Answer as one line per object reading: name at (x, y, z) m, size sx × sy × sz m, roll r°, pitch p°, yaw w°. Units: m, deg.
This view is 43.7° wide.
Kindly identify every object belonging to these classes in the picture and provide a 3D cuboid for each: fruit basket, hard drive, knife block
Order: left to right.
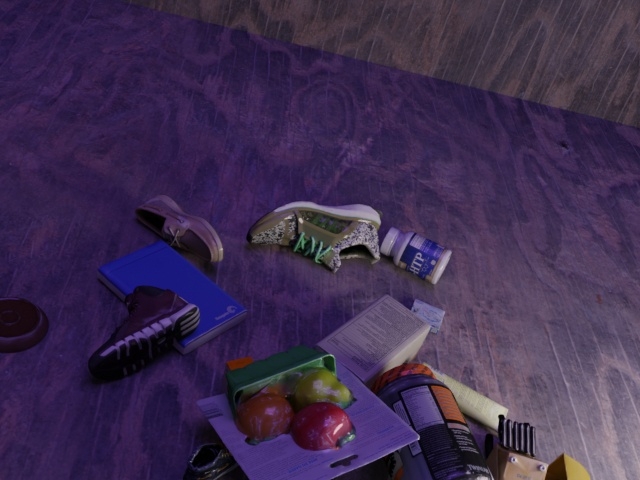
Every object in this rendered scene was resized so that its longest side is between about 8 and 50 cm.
hard drive at (-0.366, 0.132, 1.969) m, size 0.319 × 0.040 × 0.210 m, roll 36°, pitch 40°, yaw 23°
fruit basket at (-0.034, 0.366, 1.592) m, size 0.327 × 0.165 × 0.353 m, roll -18°, pitch 35°, yaw -25°
knife block at (0.408, 0.530, 1.761) m, size 0.088 × 0.242 × 0.275 m, roll 17°, pitch 81°, yaw 0°

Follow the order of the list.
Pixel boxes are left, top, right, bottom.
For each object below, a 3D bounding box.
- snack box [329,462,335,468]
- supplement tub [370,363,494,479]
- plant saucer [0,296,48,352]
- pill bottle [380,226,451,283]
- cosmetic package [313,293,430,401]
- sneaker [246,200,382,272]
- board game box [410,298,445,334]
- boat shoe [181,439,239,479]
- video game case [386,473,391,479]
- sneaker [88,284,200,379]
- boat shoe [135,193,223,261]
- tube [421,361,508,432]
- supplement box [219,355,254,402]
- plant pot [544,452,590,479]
snack box at (-0.016, 0.462, 1.635) m, size 0.037 × 0.100 × 0.141 m, roll 37°, pitch 40°, yaw 24°
supplement tub at (0.221, 0.424, 1.669) m, size 0.194 × 0.193 × 0.316 m, roll 2°, pitch 39°, yaw -20°
plant saucer at (-0.694, 0.180, 1.778) m, size 0.169 × 0.029 × 0.168 m, roll 12°, pitch 37°, yaw -9°
pill bottle at (0.273, 0.038, 2.303) m, size 0.187 × 0.112 × 0.112 m, roll 27°, pitch 37°, yaw 12°
cosmetic package at (0.114, 0.268, 1.921) m, size 0.153 × 0.129 × 0.296 m, roll 37°, pitch 40°, yaw 22°
sneaker at (0.000, 0.000, 2.230) m, size 0.411 × 0.158 × 0.182 m, roll -3°, pitch 58°, yaw -19°
board game box at (0.287, 0.207, 2.166) m, size 0.090 × 0.020 × 0.090 m, roll 23°, pitch 37°, yaw 7°
boat shoe at (-0.203, 0.432, 1.609) m, size 0.065 × 0.083 × 0.183 m, roll 33°, pitch 38°, yaw 19°
video game case at (0.227, 0.535, 1.711) m, size 0.173 × 0.022 × 0.190 m, roll 22°, pitch 37°, yaw 5°
sneaker at (-0.425, 0.195, 1.799) m, size 0.281 × 0.106 × 0.162 m, roll -28°, pitch 52°, yaw -35°
boat shoe at (-0.376, -0.022, 2.117) m, size 0.098 × 0.109 × 0.302 m, roll -27°, pitch 49°, yaw -38°
tube at (0.340, 0.382, 1.936) m, size 0.240 × 0.062 × 0.070 m, roll 28°, pitch 78°, yaw 6°
supplement box at (-0.182, 0.309, 1.766) m, size 0.062 × 0.098 × 0.036 m, roll -10°, pitch 41°, yaw -31°
plant pot at (0.562, 0.545, 1.795) m, size 0.083 × 0.081 × 0.081 m, roll 25°, pitch 35°, yaw -10°
